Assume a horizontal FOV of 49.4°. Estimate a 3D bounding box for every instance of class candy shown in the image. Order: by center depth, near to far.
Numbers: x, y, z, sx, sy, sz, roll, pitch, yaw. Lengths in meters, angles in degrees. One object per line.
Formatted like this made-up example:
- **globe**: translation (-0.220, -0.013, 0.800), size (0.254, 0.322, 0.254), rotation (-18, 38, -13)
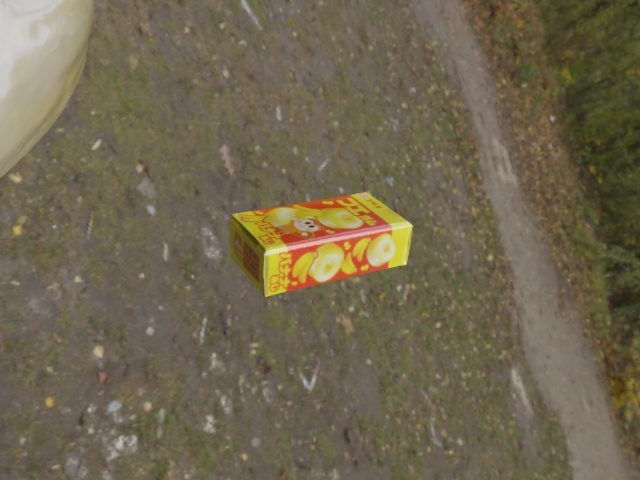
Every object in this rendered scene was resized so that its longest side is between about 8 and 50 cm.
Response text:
- **candy**: translation (0.000, 0.000, 1.165), size (0.276, 0.146, 0.088), rotation (-12, 120, -28)

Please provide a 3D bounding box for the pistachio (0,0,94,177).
- **pistachio**: translation (-0.180, -0.087, 0.303), size (0.131, 0.129, 0.206), rotation (44, 49, -30)
